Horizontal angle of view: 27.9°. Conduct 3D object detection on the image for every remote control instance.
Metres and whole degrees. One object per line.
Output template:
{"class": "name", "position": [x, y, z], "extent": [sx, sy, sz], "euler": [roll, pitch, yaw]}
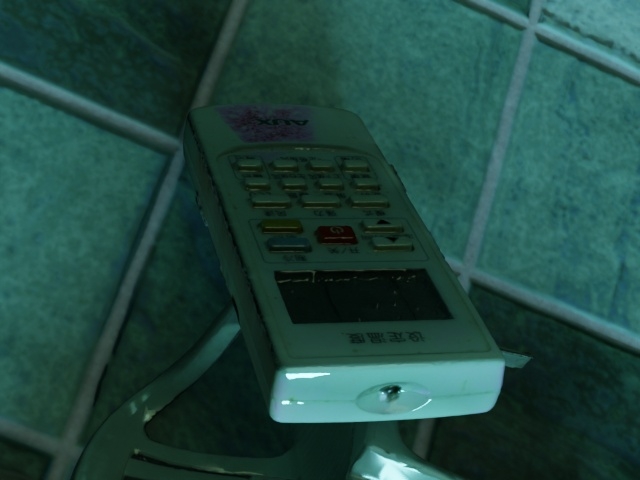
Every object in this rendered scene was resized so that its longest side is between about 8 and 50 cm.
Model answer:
{"class": "remote control", "position": [0.000, -0.001, 0.870], "extent": [0.145, 0.050, 0.344], "euler": [-1, 32, -17]}

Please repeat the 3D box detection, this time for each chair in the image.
{"class": "chair", "position": [-0.005, 0.152, 0.844], "extent": [0.274, 0.191, 0.203], "euler": [22, 31, -16]}
